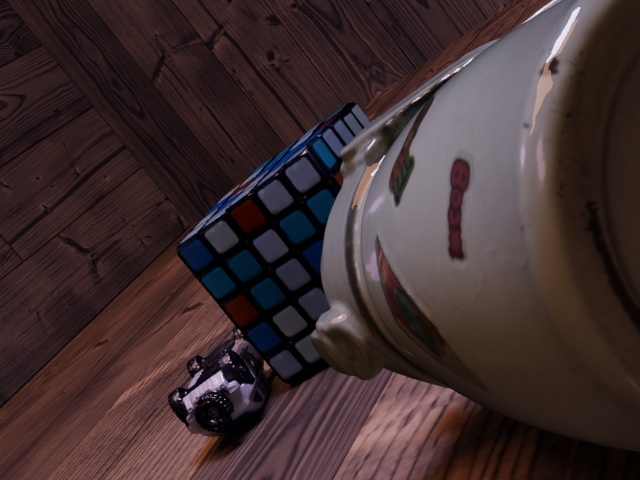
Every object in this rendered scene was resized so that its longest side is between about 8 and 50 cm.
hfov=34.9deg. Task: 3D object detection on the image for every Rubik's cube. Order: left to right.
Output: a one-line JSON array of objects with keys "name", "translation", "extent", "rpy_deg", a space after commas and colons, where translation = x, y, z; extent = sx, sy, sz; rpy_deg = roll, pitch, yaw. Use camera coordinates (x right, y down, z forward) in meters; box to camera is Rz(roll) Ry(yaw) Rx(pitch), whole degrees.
[{"name": "Rubik's cube", "translation": [0.000, 0.000, 1.021], "extent": [0.182, 0.187, 0.184], "rpy_deg": [-35, 8, 25]}]

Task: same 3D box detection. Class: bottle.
[{"name": "bottle", "translation": [0.124, -0.004, 0.547], "extent": [0.229, 0.229, 0.351], "rpy_deg": [-41, 7, -17]}]

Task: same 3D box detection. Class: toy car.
[{"name": "toy car", "translation": [-0.095, 0.146, 1.027], "extent": [0.080, 0.070, 0.171], "rpy_deg": [-37, 8, 9]}]

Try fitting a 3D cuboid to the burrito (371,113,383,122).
[{"name": "burrito", "translation": [0.041, -0.083, 1.521], "extent": [0.347, 0.107, 0.175], "rpy_deg": [-38, 23, 16]}]

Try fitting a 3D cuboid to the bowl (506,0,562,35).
[{"name": "bowl", "translation": [0.272, -0.186, 1.049], "extent": [0.237, 0.126, 0.238], "rpy_deg": [-37, 10, 8]}]
